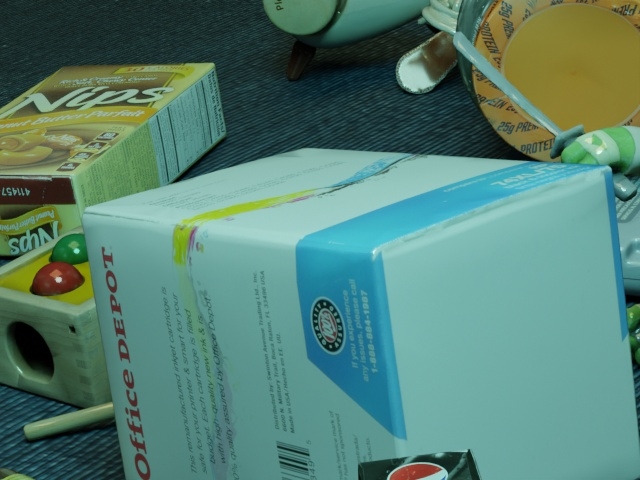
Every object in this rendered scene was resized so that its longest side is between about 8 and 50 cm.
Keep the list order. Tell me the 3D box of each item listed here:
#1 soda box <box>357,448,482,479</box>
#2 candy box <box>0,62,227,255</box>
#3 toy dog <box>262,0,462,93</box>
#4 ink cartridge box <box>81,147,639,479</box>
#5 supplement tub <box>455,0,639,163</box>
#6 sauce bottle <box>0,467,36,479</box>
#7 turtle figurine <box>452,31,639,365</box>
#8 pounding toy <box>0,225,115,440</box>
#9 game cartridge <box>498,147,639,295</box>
[{"bbox_3d":[0.056,0.187,0.813,0.060,0.169,0.053,-7,22,1],"label":"soda box"},{"bbox_3d":[-0.238,-0.084,1.651,0.183,0.087,0.316,2,25,21],"label":"candy box"},{"bbox_3d":[0.081,-0.231,1.873,0.334,0.161,0.220,21,31,24],"label":"toy dog"},{"bbox_3d":[0.020,0.062,1.026,0.197,0.198,0.270,-19,18,-39],"label":"ink cartridge box"},{"bbox_3d":[0.229,-0.199,1.487,0.207,0.207,0.338,-2,24,13],"label":"supplement tub"},{"bbox_3d":[-0.197,0.172,1.099,0.128,0.042,0.042,12,30,44],"label":"sauce bottle"},{"bbox_3d":[0.205,0.026,1.119,0.275,0.197,0.266,9,36,-4],"label":"turtle figurine"},{"bbox_3d":[-0.165,0.067,1.263,0.206,0.094,0.181,10,29,38],"label":"pounding toy"},{"bbox_3d":[0.235,-0.036,1.433,0.198,0.062,0.297,1,24,30],"label":"game cartridge"}]
